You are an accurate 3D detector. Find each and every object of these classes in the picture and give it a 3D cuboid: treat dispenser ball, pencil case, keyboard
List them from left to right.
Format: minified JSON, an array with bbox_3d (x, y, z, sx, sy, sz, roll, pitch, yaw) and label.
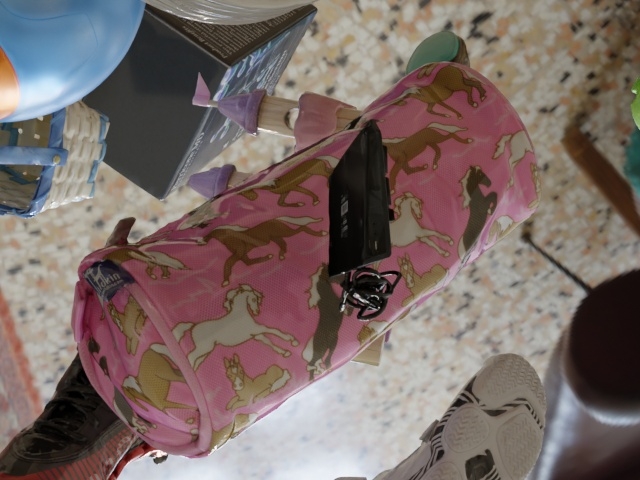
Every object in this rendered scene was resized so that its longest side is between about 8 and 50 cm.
[{"bbox_3d":[-0.304,-0.253,0.961,0.288,0.288,0.288,-13,136,-13],"label":"treat dispenser ball"},{"bbox_3d":[0.000,0.000,0.799,0.386,0.160,0.167,-31,105,-32],"label":"pencil case"},{"bbox_3d":[0.030,-0.005,0.596,0.038,0.100,0.192,1,177,-4],"label":"keyboard"}]

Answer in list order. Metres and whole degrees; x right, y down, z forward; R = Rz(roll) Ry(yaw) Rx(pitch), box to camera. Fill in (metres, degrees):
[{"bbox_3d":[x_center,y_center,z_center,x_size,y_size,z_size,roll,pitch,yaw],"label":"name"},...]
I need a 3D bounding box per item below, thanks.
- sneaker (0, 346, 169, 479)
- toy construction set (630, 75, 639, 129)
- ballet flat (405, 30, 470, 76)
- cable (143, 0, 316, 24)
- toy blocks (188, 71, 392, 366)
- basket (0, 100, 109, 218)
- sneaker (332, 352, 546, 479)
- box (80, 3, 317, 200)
[{"bbox_3d":[-0.194,0.150,0.893,0.276,0.098,0.135,-27,128,-65],"label":"sneaker"},{"bbox_3d":[0.119,-0.139,0.328,0.328,0.151,0.215,30,72,-39],"label":"toy construction set"},{"bbox_3d":[0.206,-0.237,1.680,0.116,0.342,0.124,-29,110,15],"label":"ballet flat"},{"bbox_3d":[-0.057,-0.270,0.682,0.257,0.089,0.257,-36,120,-24],"label":"cable"},{"bbox_3d":[-0.028,-0.030,1.193,0.260,0.309,0.288,9,100,8],"label":"toy blocks"},{"bbox_3d":[-0.455,-0.142,1.424,0.289,0.255,0.201,-13,118,-62],"label":"basket"},{"bbox_3d":[0.127,0.293,1.295,0.137,0.365,0.210,45,150,-20],"label":"sneaker"},{"bbox_3d":[-0.218,-0.304,1.844,0.212,0.395,0.293,35,124,4],"label":"box"}]
